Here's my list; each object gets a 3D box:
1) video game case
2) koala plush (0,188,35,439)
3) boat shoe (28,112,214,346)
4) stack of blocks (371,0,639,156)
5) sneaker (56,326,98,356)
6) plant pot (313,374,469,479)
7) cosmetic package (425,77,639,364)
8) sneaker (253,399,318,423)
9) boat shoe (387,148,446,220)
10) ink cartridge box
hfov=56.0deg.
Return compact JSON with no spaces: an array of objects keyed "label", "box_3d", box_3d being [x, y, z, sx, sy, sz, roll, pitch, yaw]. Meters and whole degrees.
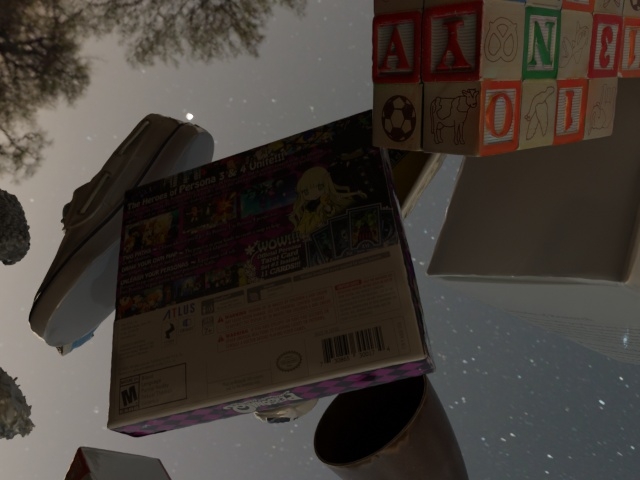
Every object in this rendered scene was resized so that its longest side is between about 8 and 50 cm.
[{"label":"video game case","box_3d":[-0.048,0.021,0.458,0.232,0.042,0.210,-16,-122,13]},{"label":"koala plush","box_3d":[-0.340,0.089,0.500,0.221,0.196,0.203,50,-55,34]},{"label":"boat shoe","box_3d":[-0.213,-0.023,0.609,0.088,0.096,0.267,25,-108,14]},{"label":"stack of blocks","box_3d":[0.172,-0.163,0.445,0.087,0.297,0.171,16,-67,48]},{"label":"sneaker","box_3d":[-0.363,0.104,0.906,0.063,0.073,0.162,49,-46,21]},{"label":"plant pot","box_3d":[0.142,0.355,0.978,0.215,0.230,0.215,-34,-165,11]},{"label":"cosmetic package","box_3d":[0.418,-0.035,0.761,0.327,0.394,0.329,-7,-118,67]},{"label":"sneaker","box_3d":[-0.033,0.156,0.915,0.094,0.153,0.235,2,-156,40]},{"label":"boat shoe","box_3d":[0.008,0.005,0.641,0.367,0.136,0.156,-47,179,9]},{"label":"ink cartridge box","box_3d":[-0.284,0.390,0.791,0.128,0.127,0.176,25,-91,54]}]
